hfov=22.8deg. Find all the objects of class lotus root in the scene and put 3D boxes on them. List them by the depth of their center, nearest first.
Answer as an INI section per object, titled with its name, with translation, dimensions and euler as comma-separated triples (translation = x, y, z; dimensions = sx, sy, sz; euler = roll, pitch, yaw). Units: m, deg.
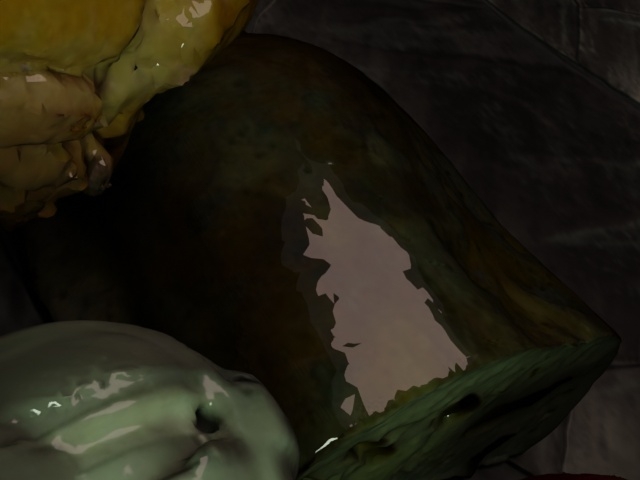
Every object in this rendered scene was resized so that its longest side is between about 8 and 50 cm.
[lotus root]
translation = 0.001, -0.010, 0.786
dimensions = 0.267, 0.149, 0.260
euler = -5, 54, -52

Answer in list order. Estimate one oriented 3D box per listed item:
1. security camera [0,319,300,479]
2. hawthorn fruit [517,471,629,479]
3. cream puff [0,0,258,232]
[security camera]
translation = -0.123, 0.113, 0.471
dimensions = 0.277, 0.191, 0.197
euler = -7, 50, -53
[hawthorn fruit]
translation = 0.100, 0.164, 0.652
dimensions = 0.181, 0.181, 0.235
euler = 13, 23, -36
[cream puff]
translation = -0.204, -0.137, 0.644
dimensions = 0.343, 0.231, 0.327
euler = 10, 45, -44
